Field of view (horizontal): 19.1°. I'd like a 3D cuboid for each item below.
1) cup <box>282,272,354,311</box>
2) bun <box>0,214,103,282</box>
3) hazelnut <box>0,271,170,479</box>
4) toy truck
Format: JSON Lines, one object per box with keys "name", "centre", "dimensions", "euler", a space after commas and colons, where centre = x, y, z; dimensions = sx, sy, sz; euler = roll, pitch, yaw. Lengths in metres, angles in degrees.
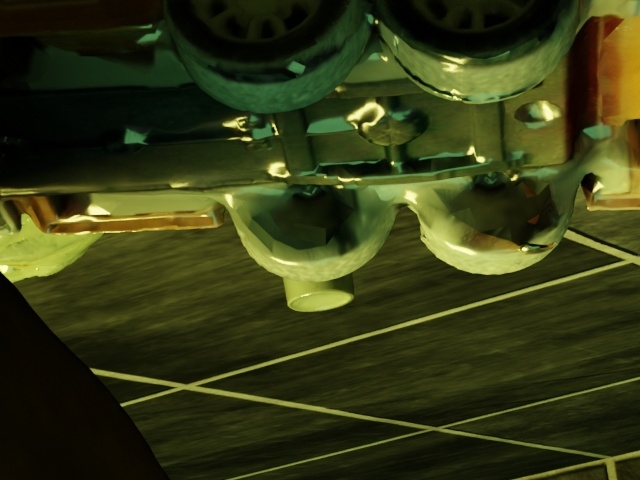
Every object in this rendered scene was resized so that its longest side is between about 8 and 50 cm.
{"name": "cup", "centre": [0.003, 0.001, 1.340], "dimensions": [0.075, 0.083, 0.054], "euler": [-21, 158, 34]}
{"name": "bun", "centre": [-0.198, -0.035, 1.069], "dimensions": [0.195, 0.118, 0.195], "euler": [-4, 164, -1]}
{"name": "hazelnut", "centre": [-0.226, 0.122, 0.627], "dimensions": [0.366, 0.365, 0.366], "euler": [-7, 164, -2]}
{"name": "toy truck", "centre": [-0.062, -0.105, 0.738], "dimensions": [0.388, 0.207, 0.173], "euler": [-3, 154, 5]}
